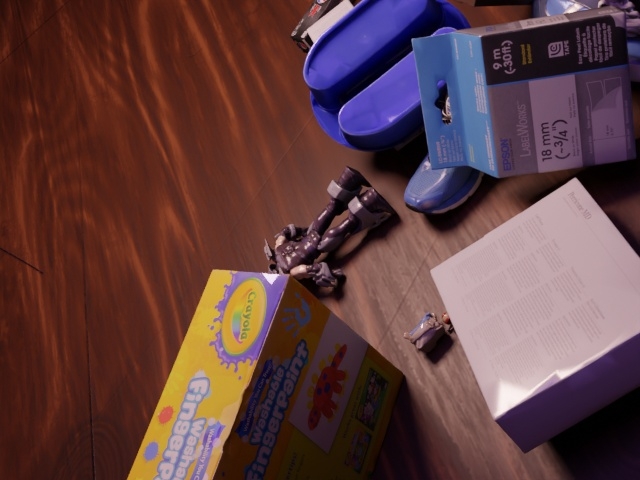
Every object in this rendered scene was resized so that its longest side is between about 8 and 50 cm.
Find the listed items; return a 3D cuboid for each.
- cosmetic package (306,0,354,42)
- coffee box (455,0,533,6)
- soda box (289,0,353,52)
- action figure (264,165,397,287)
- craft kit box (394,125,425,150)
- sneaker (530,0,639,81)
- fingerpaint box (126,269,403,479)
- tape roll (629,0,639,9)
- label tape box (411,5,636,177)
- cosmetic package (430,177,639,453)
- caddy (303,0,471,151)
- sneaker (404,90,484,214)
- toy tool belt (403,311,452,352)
[{"bbox_3d":[0.058,-0.406,1.980,0.117,0.085,0.231,-36,34,11],"label":"cosmetic package"},{"bbox_3d":[0.355,-0.515,1.778,0.098,0.247,0.141,37,129,45],"label":"coffee box"},{"bbox_3d":[0.005,-0.511,2.177,0.053,0.060,0.169,23,76,44],"label":"soda box"},{"bbox_3d":[0.000,0.000,1.806,0.285,0.099,0.185,-44,52,8],"label":"action figure"},{"bbox_3d":[0.193,-0.336,1.925,0.247,0.061,0.250,-35,46,8],"label":"craft kit box"},{"bbox_3d":[0.494,-0.421,1.645,0.323,0.130,0.236,43,127,50],"label":"sneaker"},{"bbox_3d":[-0.083,0.323,1.442,0.163,0.371,0.444,2,63,37],"label":"fingerpaint box"},{"bbox_3d":[0.614,-0.530,1.743,0.219,0.072,0.219,-19,50,25],"label":"tape roll"},{"bbox_3d":[0.329,-0.232,1.554,0.334,0.240,0.106,-7,20,11],"label":"label tape box"},{"bbox_3d":[0.345,0.096,1.420,0.284,0.097,0.377,-35,30,13],"label":"cosmetic package"},{"bbox_3d":[0.130,-0.323,1.792,0.341,0.179,0.241,-37,80,8],"label":"caddy"},{"bbox_3d":[0.246,-0.196,1.723,0.130,0.147,0.330,27,80,44],"label":"sneaker"},{"bbox_3d":[0.181,0.144,1.601,0.083,0.052,0.051,-48,53,-3],"label":"toy tool belt"}]
